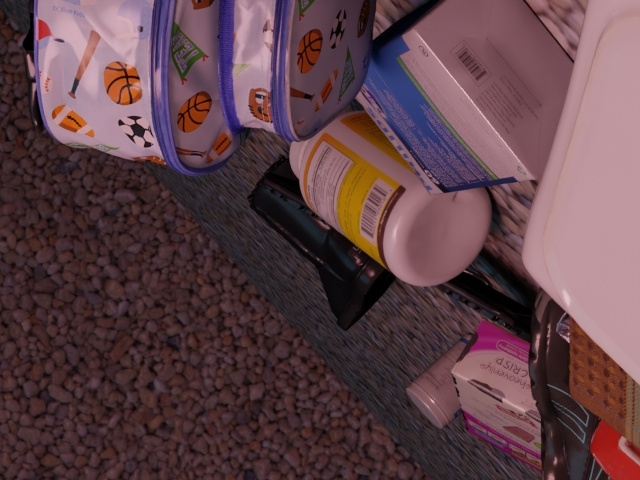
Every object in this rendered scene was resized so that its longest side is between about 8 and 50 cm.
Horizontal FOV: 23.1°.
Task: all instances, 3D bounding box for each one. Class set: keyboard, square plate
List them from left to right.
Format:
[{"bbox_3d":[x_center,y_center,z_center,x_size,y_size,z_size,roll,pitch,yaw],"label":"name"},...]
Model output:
[{"bbox_3d":[0.092,0.017,1.633,0.317,0.033,0.201,31,-173,23],"label":"keyboard"},{"bbox_3d":[0.240,0.023,0.830,0.347,0.049,0.344,47,153,26],"label":"square plate"}]

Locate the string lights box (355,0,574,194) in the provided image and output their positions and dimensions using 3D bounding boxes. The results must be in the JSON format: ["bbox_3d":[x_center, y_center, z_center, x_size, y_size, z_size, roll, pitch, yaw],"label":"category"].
[{"bbox_3d":[0.102,-0.110,1.161,0.133,0.077,0.259,51,171,-7],"label":"string lights box"}]

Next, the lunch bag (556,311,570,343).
[{"bbox_3d":[0.232,0.059,1.260,0.053,0.071,0.083,51,172,-22],"label":"lunch bag"}]

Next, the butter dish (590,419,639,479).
[{"bbox_3d":[0.303,0.137,1.111,0.118,0.160,0.160,12,-156,-46],"label":"butter dish"}]

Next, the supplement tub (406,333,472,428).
[{"bbox_3d":[0.167,0.174,1.944,0.071,0.107,0.071,47,171,10],"label":"supplement tub"}]

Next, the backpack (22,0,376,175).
[{"bbox_3d":[-0.079,-0.167,1.045,0.213,0.263,0.277,13,122,25],"label":"backpack"}]

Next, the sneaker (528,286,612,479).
[{"bbox_3d":[0.253,0.153,1.466,0.101,0.106,0.267,-68,-30,-59],"label":"sneaker"}]

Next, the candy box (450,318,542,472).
[{"bbox_3d":[0.230,0.182,1.664,0.159,0.071,0.233,28,166,18],"label":"candy box"}]

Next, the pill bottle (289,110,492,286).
[{"bbox_3d":[0.058,-0.050,1.492,0.215,0.117,0.117,39,167,48],"label":"pill bottle"}]

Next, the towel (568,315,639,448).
[{"bbox_3d":[0.286,0.088,0.930,0.370,0.040,0.271,38,146,41],"label":"towel"}]

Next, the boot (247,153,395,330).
[{"bbox_3d":[0.000,0.000,2.048,0.207,0.094,0.246,44,164,10],"label":"boot"}]
